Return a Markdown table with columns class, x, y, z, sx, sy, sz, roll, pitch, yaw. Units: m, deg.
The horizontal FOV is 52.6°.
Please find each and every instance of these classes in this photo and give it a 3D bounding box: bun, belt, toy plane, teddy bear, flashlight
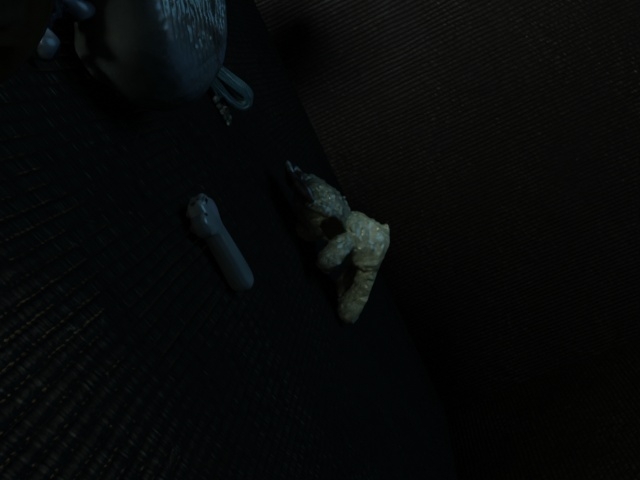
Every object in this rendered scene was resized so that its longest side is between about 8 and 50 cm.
| class | x | y | z | sx | sy | sz | roll | pitch | yaw |
| --- | --- | --- | --- | --- | --- | --- | --- | --- | --- |
| bun | -0.276 | -0.380 | 1.035 | 0.354 | 0.194 | 0.355 | 0 | 90 | -78 |
| belt | -0.249 | -0.379 | 1.582 | 0.179 | 0.100 | 0.065 | 44 | 21 | -24 |
| toy plane | -0.362 | -0.344 | 0.768 | 0.169 | 0.078 | 0.246 | -60 | 158 | -28 |
| teddy bear | 0.000 | 0.000 | 1.872 | 0.362 | 0.376 | 0.327 | 19 | 28 | -12 |
| flashlight | -0.179 | 0.010 | 1.152 | 0.093 | 0.047 | 0.200 | -93 | 159 | -59 |

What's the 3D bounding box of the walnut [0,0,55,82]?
| class | x | y | z | sx | sy | sz | roll | pitch | yaw |
| --- | --- | --- | --- | --- | --- | --- | --- | --- | --- |
| walnut | -0.326 | -0.244 | 0.515 | 0.248 | 0.248 | 0.249 | -23 | 90 | -79 |
